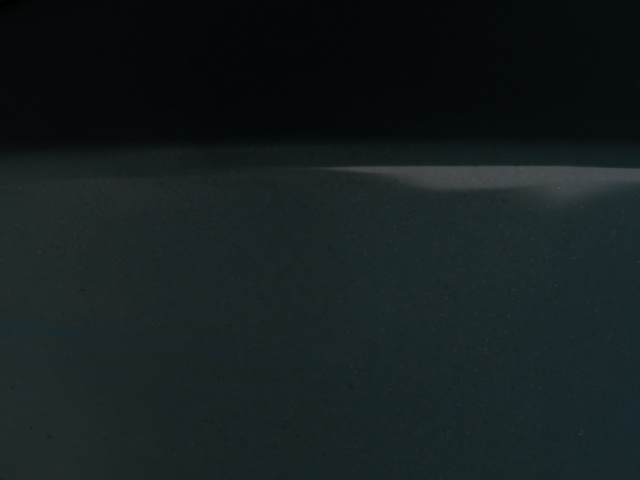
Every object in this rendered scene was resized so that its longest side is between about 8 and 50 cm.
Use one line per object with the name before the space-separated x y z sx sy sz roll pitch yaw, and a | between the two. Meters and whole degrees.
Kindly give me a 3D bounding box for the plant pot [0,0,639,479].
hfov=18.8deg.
plant pot | 0.000 0.000 0.609 0.234 0.165 0.166 2 121 -4
